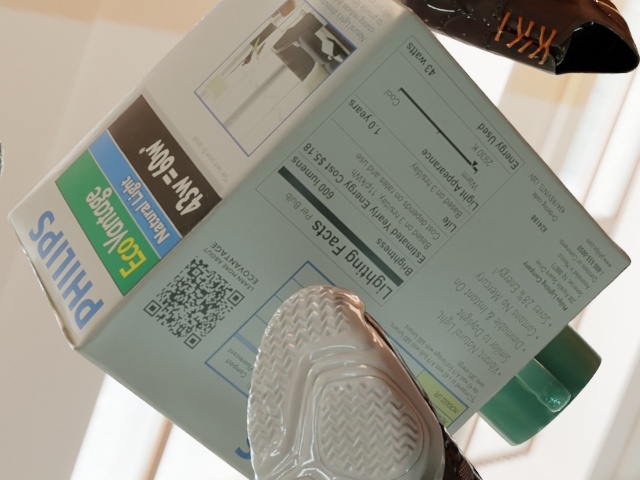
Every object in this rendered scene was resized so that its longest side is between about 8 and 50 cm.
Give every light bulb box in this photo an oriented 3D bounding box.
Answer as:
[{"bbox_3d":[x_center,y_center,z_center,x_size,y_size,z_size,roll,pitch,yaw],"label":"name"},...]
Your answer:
[{"bbox_3d":[0.000,0.000,1.360,0.358,0.361,0.225,43,-176,-37],"label":"light bulb box"}]

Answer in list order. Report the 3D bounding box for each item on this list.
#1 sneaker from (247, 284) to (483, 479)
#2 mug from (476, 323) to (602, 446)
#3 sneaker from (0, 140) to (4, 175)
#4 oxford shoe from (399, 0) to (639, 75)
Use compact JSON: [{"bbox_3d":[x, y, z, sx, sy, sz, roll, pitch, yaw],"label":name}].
[{"bbox_3d":[0.064,0.148,0.825,0.153,0.101,0.268,2,-120,-54],"label":"sneaker"},{"bbox_3d":[0.207,0.122,1.593,0.097,0.158,0.129,45,-123,0],"label":"mug"},{"bbox_3d":[-0.406,-0.074,1.863,0.069,0.098,0.038,8,-172,-7],"label":"sneaker"},{"bbox_3d":[0.195,-0.217,1.558,0.271,0.097,0.098,5,-147,-26],"label":"oxford shoe"}]
